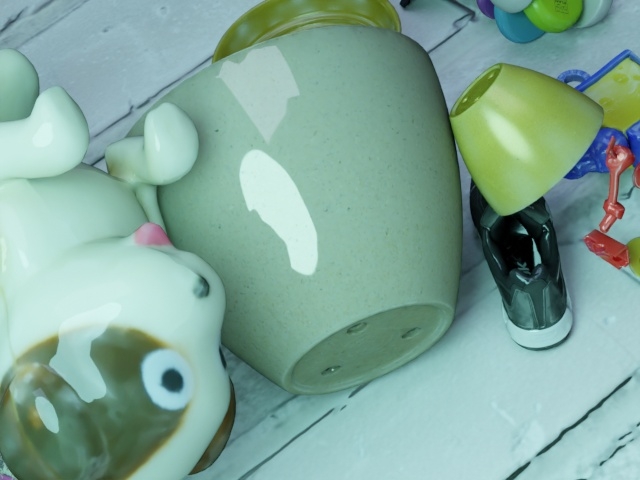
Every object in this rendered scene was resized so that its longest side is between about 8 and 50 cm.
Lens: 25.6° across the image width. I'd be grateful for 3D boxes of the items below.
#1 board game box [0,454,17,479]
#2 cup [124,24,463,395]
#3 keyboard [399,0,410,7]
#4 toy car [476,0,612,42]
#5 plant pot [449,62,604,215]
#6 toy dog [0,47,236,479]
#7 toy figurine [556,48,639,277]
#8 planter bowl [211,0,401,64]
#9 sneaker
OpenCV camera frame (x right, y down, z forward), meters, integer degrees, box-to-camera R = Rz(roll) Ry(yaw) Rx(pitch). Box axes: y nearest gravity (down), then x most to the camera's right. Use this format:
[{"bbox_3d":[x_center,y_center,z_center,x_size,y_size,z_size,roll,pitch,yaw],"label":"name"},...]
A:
[{"bbox_3d":[-0.301,0.332,1.173,0.232,0.141,0.291,9,52,26],"label":"board game box"},{"bbox_3d":[0.000,0.000,1.288,0.331,0.331,0.237,-23,66,-3],"label":"cup"},{"bbox_3d":[0.143,-0.355,1.638,0.023,0.180,0.108,34,61,-2],"label":"keyboard"},{"bbox_3d":[0.229,-0.303,1.582,0.136,0.159,0.182,-35,59,48],"label":"toy car"},{"bbox_3d":[0.173,-0.103,1.268,0.134,0.095,0.134,-45,14,14],"label":"plant pot"},{"bbox_3d":[-0.249,0.046,1.115,0.408,0.284,0.395,30,93,29],"label":"toy dog"},{"bbox_3d":[0.329,-0.153,1.380,0.362,0.191,0.217,-38,43,-18],"label":"toy figurine"},{"bbox_3d":[-0.007,-0.186,1.580,0.217,0.090,0.217,-9,48,10],"label":"planter bowl"},{"bbox_3d":[0.188,-0.014,1.346,0.078,0.106,0.234,-14,46,5],"label":"sneaker"}]
